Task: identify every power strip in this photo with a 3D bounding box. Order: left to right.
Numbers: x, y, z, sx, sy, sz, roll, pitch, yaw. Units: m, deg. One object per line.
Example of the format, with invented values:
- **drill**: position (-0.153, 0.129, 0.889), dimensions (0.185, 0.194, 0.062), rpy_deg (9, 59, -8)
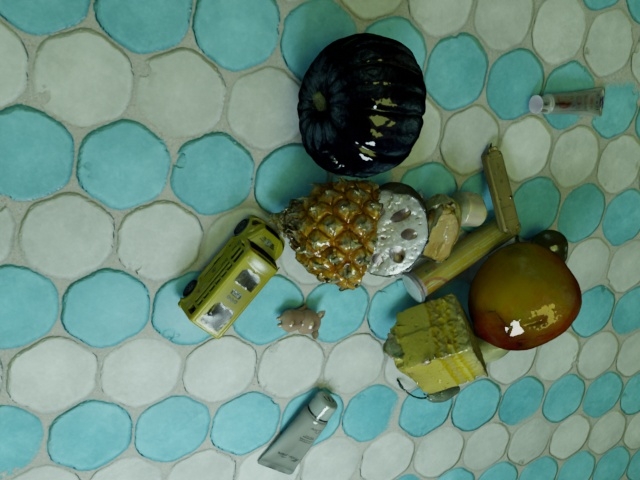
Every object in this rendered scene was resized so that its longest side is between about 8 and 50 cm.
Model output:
- **power strip**: position (0.579, -0.163, 1.878), dimensions (0.064, 0.044, 0.306), rpy_deg (-16, 93, -14)

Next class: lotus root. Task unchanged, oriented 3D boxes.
- **lotus root**: position (0.192, -0.046, 1.712), dimensions (0.271, 0.192, 0.272), rpy_deg (3, 113, 7)

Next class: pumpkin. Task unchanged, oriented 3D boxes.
- **pumpkin**: position (0.099, -0.333, 1.478), dimensions (0.266, 0.363, 0.364), rpy_deg (5, 105, -33)

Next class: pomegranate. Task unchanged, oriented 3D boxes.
- **pomegranate**: position (0.761, 0.037, 2.034), dimensions (0.190, 0.131, 0.152), rpy_deg (-6, 120, 4)

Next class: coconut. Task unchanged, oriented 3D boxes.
- **coconut**: position (0.458, -0.101, 1.852), dimensions (0.122, 0.116, 0.116), rpy_deg (4, 106, -29)

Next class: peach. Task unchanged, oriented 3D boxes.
- **peach**: position (0.634, 0.180, 1.846), dimensions (0.372, 0.373, 0.290), rpy_deg (-23, 140, -15)

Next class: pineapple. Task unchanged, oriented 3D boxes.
- **pineapple**: position (-0.004, -0.001, 1.541), dimensions (0.286, 0.209, 0.345), rpy_deg (10, 112, -6)

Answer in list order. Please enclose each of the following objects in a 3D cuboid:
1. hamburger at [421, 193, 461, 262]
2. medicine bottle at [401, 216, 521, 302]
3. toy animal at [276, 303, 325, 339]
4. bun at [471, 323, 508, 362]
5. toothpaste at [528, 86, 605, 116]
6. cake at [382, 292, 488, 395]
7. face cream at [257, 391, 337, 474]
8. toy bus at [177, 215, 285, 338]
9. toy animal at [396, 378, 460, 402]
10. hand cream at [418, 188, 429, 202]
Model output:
- **hamburger**: position (0.360, -0.046, 1.795), dimensions (0.155, 0.135, 0.208), rpy_deg (12, 110, -28)
- **medicine bottle**: position (0.468, 0.046, 1.909), dimensions (0.425, 0.108, 0.108), rpy_deg (-32, 117, -12)
- **toy animal**: position (-0.061, 0.247, 1.758), dimensions (0.150, 0.089, 0.084), rpy_deg (3, 109, -15)
- **bun**: position (0.555, 0.331, 2.000), dimensions (0.222, 0.222, 0.128), rpy_deg (-27, 101, -13)
- **toothpaste**: position (0.829, -0.455, 1.928), dimensions (0.323, 0.066, 0.100), rpy_deg (-8, 105, -26)
- **cake**: position (0.351, 0.346, 1.860), dimensions (0.285, 0.223, 0.227), rpy_deg (-22, 133, 15)
- **face cream**: position (-0.064, 0.629, 1.895), dimensions (0.143, 0.089, 0.314), rpy_deg (30, 104, -28)
- **toy bus**: position (-0.227, 0.099, 1.596), dimensions (0.145, 0.151, 0.331), rpy_deg (41, 87, -29)
- **toy animal**: position (0.383, 0.533, 2.052), dimensions (0.252, 0.079, 0.070), rpy_deg (4, 112, -23)
- **hand cream**: position (0.352, -0.088, 1.849), dimensions (0.170, 0.043, 0.065), rpy_deg (39, 89, -27)
